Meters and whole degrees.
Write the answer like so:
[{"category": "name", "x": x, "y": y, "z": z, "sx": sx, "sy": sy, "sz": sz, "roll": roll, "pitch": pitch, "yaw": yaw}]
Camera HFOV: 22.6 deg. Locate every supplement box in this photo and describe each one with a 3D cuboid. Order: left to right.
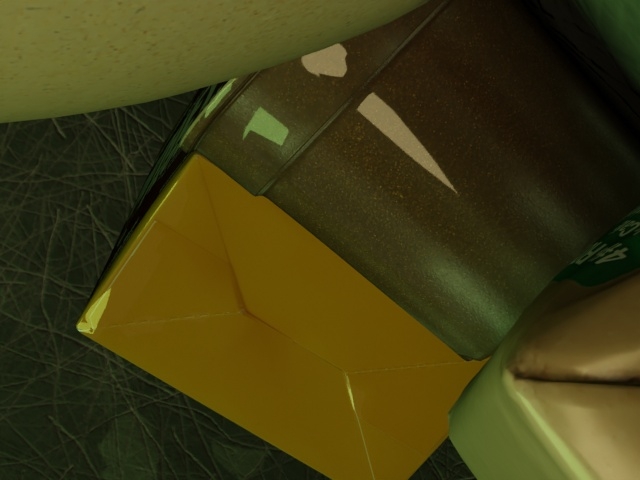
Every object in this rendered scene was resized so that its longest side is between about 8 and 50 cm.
[{"category": "supplement box", "x": 0.000, "y": 0.000, "z": 0.877, "sx": 0.191, "sy": 0.129, "sz": 0.194, "roll": 32, "pitch": -149, "yaw": -10}]

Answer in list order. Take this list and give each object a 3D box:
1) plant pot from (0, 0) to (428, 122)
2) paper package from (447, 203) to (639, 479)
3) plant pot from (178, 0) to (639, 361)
[{"category": "plant pot", "x": -0.045, "y": -0.145, "z": 0.381, "sx": 0.191, "sy": 0.284, "sz": 0.284, "roll": 17, "pitch": -178, "yaw": -9}, {"category": "paper package", "x": 0.189, "y": 0.113, "z": 0.450, "sx": 0.309, "sy": 0.168, "sz": 0.325, "roll": 51, "pitch": 177, "yaw": 8}, {"category": "plant pot", "x": 0.052, "y": -0.045, "z": 0.721, "sx": 0.165, "sy": 0.167, "sz": 0.167, "roll": 44, "pitch": 176, "yaw": -3}]
